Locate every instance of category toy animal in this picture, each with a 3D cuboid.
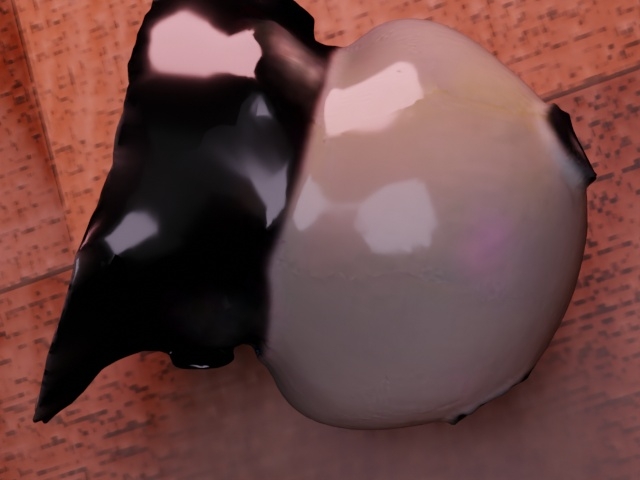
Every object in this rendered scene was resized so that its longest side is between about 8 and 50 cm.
[{"bbox_3d":[0.000,0.000,0.443,0.179,0.138,0.166,12,102,7],"label":"toy animal"}]
